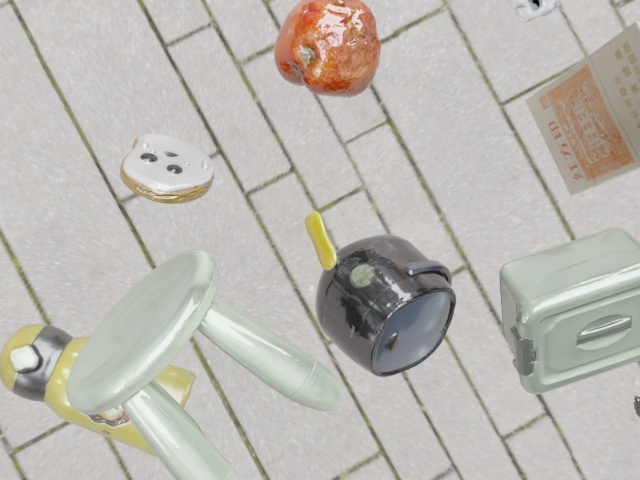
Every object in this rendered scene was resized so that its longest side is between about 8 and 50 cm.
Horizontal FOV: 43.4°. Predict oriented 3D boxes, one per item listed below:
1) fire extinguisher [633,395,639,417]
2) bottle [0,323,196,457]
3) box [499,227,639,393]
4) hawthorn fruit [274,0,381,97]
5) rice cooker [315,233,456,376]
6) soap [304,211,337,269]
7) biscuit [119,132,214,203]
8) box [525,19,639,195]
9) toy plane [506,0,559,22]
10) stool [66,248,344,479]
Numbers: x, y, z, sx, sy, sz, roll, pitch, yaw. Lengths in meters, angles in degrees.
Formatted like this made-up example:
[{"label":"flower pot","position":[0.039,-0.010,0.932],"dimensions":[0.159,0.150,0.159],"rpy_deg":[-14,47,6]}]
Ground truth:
[{"label":"fire extinguisher","position":[0.380,0.195,0.909],"dimensions":[0.025,0.083,0.038],"rpy_deg":[-38,112,-10]},{"label":"bottle","position":[-0.425,0.269,1.506],"dimensions":[0.351,0.171,0.172],"rpy_deg":[21,83,-5]},{"label":"box","position":[0.257,0.062,0.796],"dimensions":[0.172,0.093,0.124],"rpy_deg":[-17,127,-6]},{"label":"hawthorn fruit","position":[0.022,-0.401,1.540],"dimensions":[0.207,0.207,0.243],"rpy_deg":[8,126,-7]},{"label":"rice cooker","position":[0.128,0.123,1.624],"dimensions":[0.267,0.267,0.224],"rpy_deg":[-40,49,-8]},{"label":"soap","position":[0.000,0.000,1.121],"dimensions":[0.012,0.034,0.089],"rpy_deg":[2,56,-45]},{"label":"biscuit","position":[-0.297,-0.146,1.577],"dimensions":[0.180,0.208,0.049],"rpy_deg":[17,122,-1]},{"label":"box","position":[0.481,-0.209,1.342],"dimensions":[0.051,0.365,0.205],"rpy_deg":[-25,87,-14]},{"label":"toy plane","position":[0.300,-0.426,1.097],"dimensions":[0.252,0.118,0.252],"rpy_deg":[-14,119,-26]},{"label":"stool","position":[-0.120,0.142,0.814],"dimensions":[0.195,0.195,0.199],"rpy_deg":[-48,110,-12]}]
